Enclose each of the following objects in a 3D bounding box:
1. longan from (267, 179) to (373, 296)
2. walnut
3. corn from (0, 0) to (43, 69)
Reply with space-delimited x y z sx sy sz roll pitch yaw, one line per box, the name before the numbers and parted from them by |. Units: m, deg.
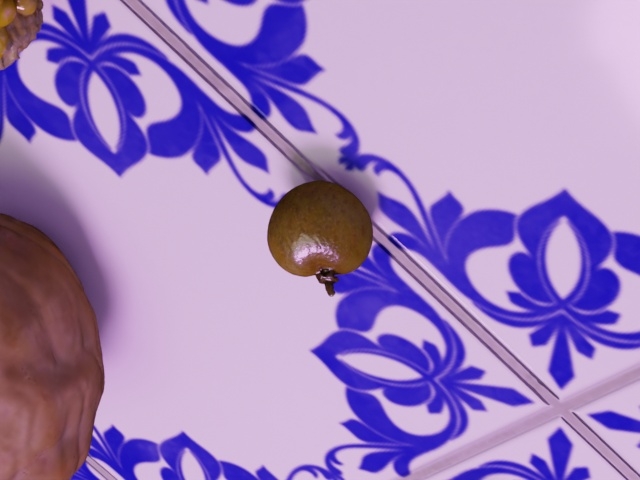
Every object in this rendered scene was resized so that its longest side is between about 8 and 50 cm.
longan | 0.000 0.000 0.915 0.075 0.083 0.075 -4 160 -2
walnut | -0.325 0.115 1.078 0.296 0.285 0.285 -18 125 -3
corn | -0.299 -0.256 0.827 0.130 0.130 0.347 -15 119 38
